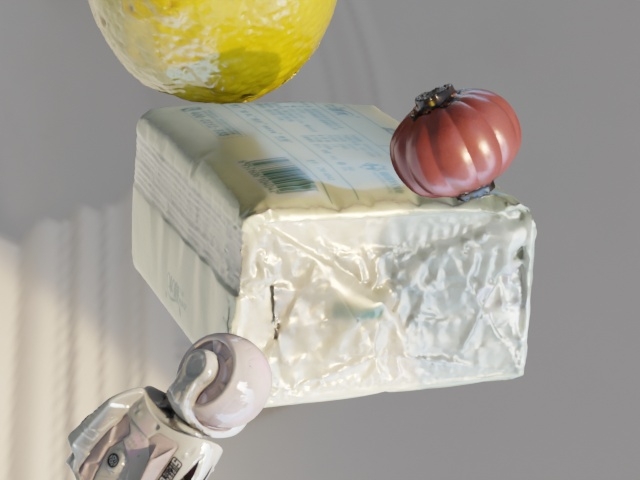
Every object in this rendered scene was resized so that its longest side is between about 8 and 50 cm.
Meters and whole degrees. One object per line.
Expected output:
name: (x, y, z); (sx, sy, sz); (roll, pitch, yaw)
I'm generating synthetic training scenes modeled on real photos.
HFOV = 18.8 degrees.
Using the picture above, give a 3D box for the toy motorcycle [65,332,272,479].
toy motorcycle: (-0.133, 0.175, 1.471); (0.254, 0.112, 0.112); (-42, -141, 15)

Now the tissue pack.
tissue pack: (0.000, 0.000, 1.863); (0.380, 0.297, 0.207); (-136, -133, -65)

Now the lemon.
lemon: (-0.099, -0.256, 1.778); (0.320, 0.245, 0.245); (84, -5, -47)

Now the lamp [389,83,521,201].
lamp: (0.108, -0.078, 1.538); (0.107, 0.092, 0.107); (-25, -165, 7)
